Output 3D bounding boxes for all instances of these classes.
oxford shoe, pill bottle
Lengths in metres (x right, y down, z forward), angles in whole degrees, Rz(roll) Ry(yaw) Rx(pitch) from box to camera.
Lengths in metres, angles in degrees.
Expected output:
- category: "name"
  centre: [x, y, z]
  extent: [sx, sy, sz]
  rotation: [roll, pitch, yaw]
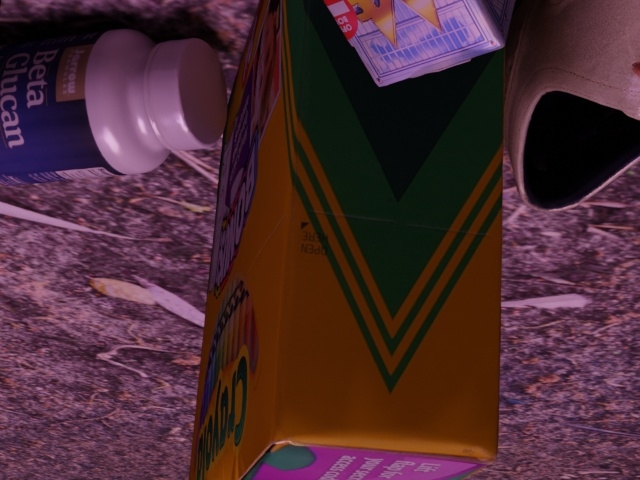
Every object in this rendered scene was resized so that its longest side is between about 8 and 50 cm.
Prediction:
- category: "oxford shoe"
  centre: [0.186, -0.130, 0.591]
  extent: [0.140, 0.146, 0.397]
  rotation: [9, 158, -8]
- category: "pill bottle"
  centre: [-0.150, -0.087, 0.857]
  extent: [0.169, 0.094, 0.094]
  rotation: [-4, 157, 22]

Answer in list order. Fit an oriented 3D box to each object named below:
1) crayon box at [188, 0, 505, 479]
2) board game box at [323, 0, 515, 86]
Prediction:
- category: "crayon box"
  centre: [0.000, 0.000, 0.742]
  extent: [0.106, 0.313, 0.363]
  rotation: [8, 159, -9]
- category: "board game box"
  centre: [0.018, -0.166, 0.471]
  extent: [0.060, 0.194, 0.194]
  rotation: [-14, 152, 41]
